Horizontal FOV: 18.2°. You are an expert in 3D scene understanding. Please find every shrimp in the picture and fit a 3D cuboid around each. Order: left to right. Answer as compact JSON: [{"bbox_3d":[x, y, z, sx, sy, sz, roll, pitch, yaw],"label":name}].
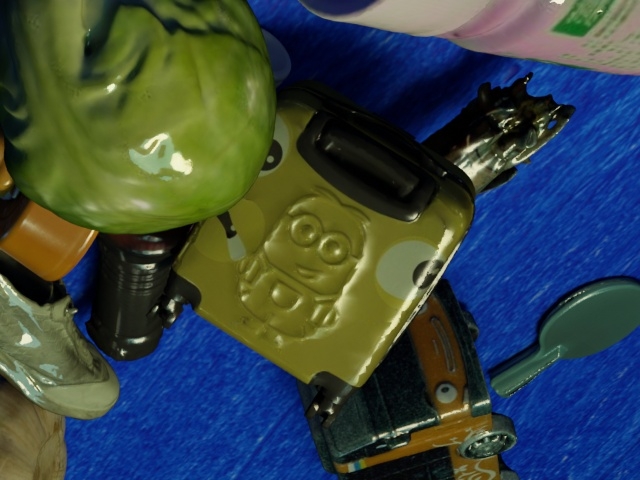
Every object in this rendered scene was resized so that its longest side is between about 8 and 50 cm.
[{"bbox_3d":[0.105,-0.046,1.736,0.289,0.075,0.178,-43,175,19],"label":"shrimp"}]

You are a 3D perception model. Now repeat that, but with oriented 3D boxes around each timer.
[{"bbox_3d":[-0.245,-0.057,1.533,0.152,0.132,0.132,26,129,-21],"label":"timer"}]

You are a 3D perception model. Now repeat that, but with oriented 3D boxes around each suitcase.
[{"bbox_3d":[0.000,0.000,1.587,0.235,0.194,0.143,-57,180,18],"label":"suitcase"}]

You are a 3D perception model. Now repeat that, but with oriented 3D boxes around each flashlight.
[{"bbox_3d":[-0.157,0.022,1.717,0.093,0.093,0.232,-11,151,-15],"label":"flashlight"}]

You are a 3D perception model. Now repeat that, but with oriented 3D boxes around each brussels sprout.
[{"bbox_3d":[-0.132,-0.120,1.388,0.244,0.244,0.244,-15,148,-9],"label":"brussels sprout"}]

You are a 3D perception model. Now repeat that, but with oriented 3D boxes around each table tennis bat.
[{"bbox_3d":[0.264,0.105,2.128,0.201,0.033,0.124,-37,143,21],"label":"table tennis bat"}]

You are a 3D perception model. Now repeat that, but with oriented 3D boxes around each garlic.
[{"bbox_3d":[-0.345,0.202,1.809,0.212,0.218,0.218,9,150,12],"label":"garlic"}]

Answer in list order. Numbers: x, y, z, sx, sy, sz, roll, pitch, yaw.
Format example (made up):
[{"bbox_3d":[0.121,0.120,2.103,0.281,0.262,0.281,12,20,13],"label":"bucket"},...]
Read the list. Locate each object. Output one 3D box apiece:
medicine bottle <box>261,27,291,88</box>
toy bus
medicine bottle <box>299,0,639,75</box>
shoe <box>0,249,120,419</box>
[{"bbox_3d":[-0.069,-0.122,1.565,0.057,0.057,0.089,9,139,-39],"label":"medicine bottle"},{"bbox_3d":[0.092,0.190,2.039,0.194,0.162,0.323,-17,150,0],"label":"toy bus"},{"bbox_3d":[0.153,-0.231,1.381,0.325,0.212,0.212,7,139,-35],"label":"medicine bottle"},{"bbox_3d":[-0.251,0.063,1.693,0.098,0.103,0.275,-34,140,13],"label":"shoe"}]
